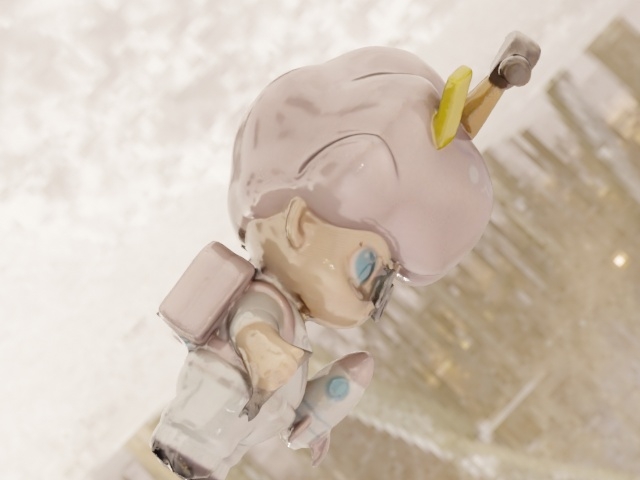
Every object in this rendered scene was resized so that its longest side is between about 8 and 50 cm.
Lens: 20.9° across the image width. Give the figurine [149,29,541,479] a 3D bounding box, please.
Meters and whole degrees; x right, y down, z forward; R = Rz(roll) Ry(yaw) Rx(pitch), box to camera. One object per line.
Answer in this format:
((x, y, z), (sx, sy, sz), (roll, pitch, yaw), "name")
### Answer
((0.000, 0.000, 0.721), (0.229, 0.112, 0.137), (-58, 163, -9), "figurine")
